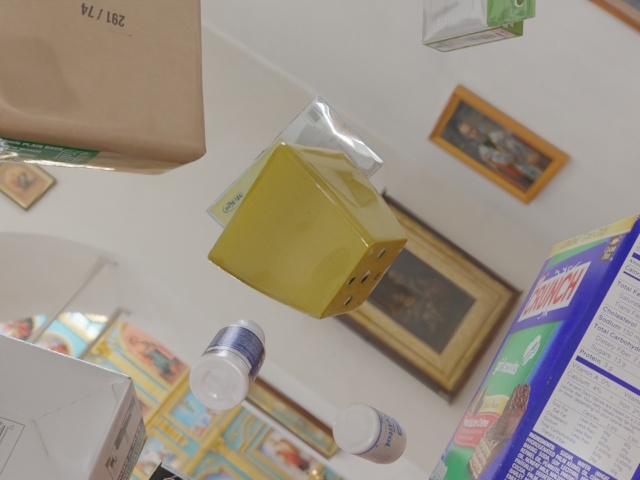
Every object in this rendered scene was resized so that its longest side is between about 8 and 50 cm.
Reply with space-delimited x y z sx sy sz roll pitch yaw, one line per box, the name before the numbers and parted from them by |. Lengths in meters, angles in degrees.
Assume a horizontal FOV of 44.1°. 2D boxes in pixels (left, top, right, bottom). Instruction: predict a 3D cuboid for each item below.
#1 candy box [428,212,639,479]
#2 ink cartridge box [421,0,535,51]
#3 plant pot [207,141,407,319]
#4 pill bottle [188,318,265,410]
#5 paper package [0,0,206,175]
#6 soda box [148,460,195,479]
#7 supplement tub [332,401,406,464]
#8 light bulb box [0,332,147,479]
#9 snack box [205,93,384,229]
candy box | 0.242 0.148 0.777 0.317 0.122 0.268 -59 -5 -6
ink cartridge box | 0.250 -0.359 1.189 0.062 0.209 0.109 6 -94 -41
plant pot | 0.000 0.000 1.184 0.212 0.187 0.212 -55 -21 18
pill bottle | -0.100 0.135 0.895 0.067 0.067 0.120 -58 1 21
paper package | -0.336 -0.258 1.102 0.325 0.309 0.168 5 -15 -36
soda box | -0.207 0.359 1.033 0.053 0.060 0.169 -56 -9 -44
supplement tub | 0.070 0.272 1.110 0.071 0.071 0.107 -54 -37 -1
light bulb box | -0.502 0.326 1.318 0.361 0.358 0.225 104 -175 -60
snack box | -0.051 -0.110 1.571 0.322 0.187 0.060 -44 8 9
